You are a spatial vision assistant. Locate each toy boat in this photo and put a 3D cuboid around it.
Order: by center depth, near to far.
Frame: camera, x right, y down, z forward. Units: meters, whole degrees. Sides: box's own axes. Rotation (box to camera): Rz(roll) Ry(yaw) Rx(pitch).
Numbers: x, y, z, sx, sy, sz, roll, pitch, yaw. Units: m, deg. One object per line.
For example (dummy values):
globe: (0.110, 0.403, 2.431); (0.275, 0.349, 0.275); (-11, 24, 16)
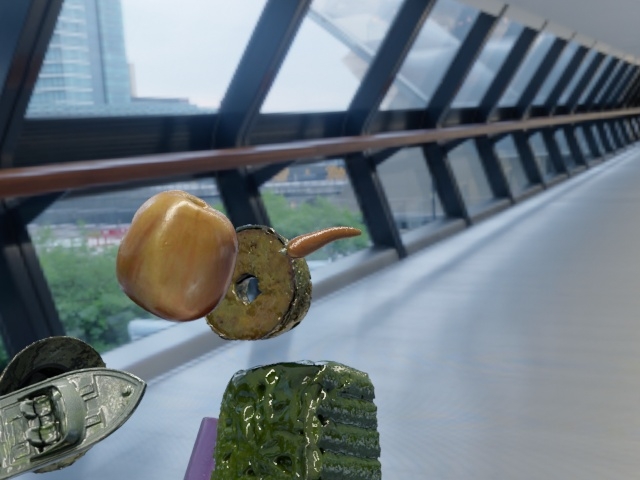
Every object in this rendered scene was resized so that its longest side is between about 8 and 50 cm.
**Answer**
toy boat: (-0.449, 0.304, 1.363); (0.320, 0.141, 0.092); (-21, -23, -1)

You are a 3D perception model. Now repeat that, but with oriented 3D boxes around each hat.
hat: (-0.555, 0.317, 1.569); (0.128, 0.265, 0.266); (-1, 7, 44)

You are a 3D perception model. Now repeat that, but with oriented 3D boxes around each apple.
apple: (-0.206, 0.018, 1.144); (0.199, 0.199, 0.199); (-4, 7, 0)

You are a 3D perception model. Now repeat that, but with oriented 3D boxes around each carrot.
carrot: (0.000, 0.000, 1.273); (0.142, 0.035, 0.035); (-18, 11, -16)

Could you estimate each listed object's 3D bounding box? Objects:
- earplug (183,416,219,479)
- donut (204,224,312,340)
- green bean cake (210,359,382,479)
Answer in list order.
earplug: (-0.248, 0.646, 1.795); (0.215, 0.455, 0.215); (17, -22, 7)
donut: (-0.130, 0.099, 1.681); (0.272, 0.272, 0.107); (2, -9, 38)
green bean cake: (-0.061, 0.403, 1.518); (0.319, 0.335, 0.218); (-20, -33, 35)
